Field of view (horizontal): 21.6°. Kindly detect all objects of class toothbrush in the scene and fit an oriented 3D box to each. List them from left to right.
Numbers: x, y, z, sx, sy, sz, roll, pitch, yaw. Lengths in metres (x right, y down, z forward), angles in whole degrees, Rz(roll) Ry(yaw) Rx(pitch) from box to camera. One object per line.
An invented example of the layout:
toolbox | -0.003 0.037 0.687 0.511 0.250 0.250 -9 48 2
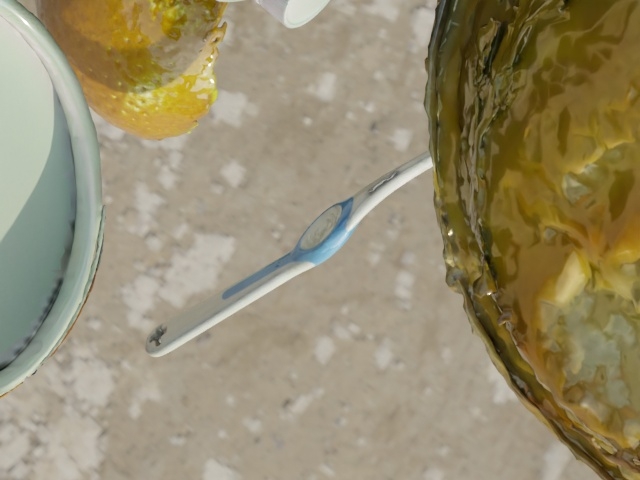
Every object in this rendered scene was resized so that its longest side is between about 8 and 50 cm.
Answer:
toothbrush | -0.003 -0.002 1.282 0.386 0.040 0.040 -31 130 29

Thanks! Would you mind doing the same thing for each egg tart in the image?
egg tart | 0.211 -0.024 0.779 0.178 0.443 0.443 -25 121 -50

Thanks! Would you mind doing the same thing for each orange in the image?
orange | -0.140 -0.265 1.446 0.196 0.263 0.334 27 72 -26

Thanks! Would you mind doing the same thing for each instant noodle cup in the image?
instant noodle cup | -0.267 -0.022 0.892 0.296 0.214 0.296 -6 97 -53

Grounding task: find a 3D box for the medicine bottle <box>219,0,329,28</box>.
medicine bottle | -0.045 -0.179 0.977 0.055 0.118 0.074 -34 157 -37
